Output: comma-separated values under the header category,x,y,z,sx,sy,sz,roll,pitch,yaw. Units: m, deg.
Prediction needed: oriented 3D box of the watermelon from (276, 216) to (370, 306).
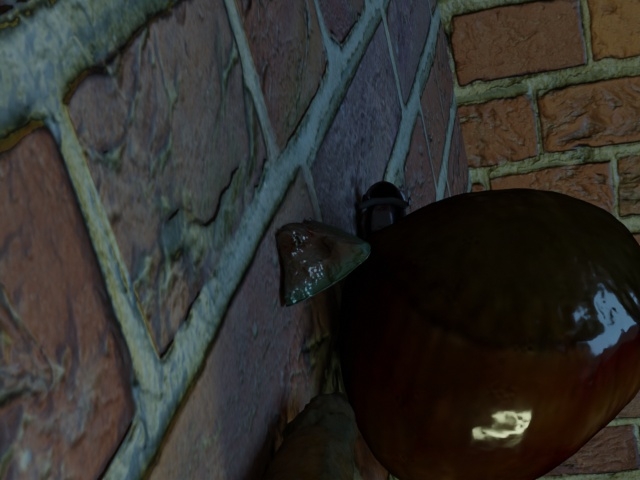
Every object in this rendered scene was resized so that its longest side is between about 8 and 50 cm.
category,x,y,z,sx,sy,sz,roll,pitch,yaw
watermelon,0.004,0.008,1.044,0.155,0.101,0.080,-53,122,-82

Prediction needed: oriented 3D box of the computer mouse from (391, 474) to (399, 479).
category,x,y,z,sx,sy,sz,roll,pitch,yaw
computer mouse,0.126,0.319,1.355,0.089,0.056,0.182,-78,157,-44

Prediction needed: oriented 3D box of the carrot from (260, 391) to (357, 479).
category,x,y,z,sx,sy,sz,roll,pitch,yaw
carrot,-0.003,0.212,0.876,0.263,0.102,0.102,-65,144,-65

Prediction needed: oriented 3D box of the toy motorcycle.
category,x,y,z,sx,sy,sz,roll,pitch,yaw
toy motorcycle,0.096,-0.008,1.358,0.213,0.082,0.122,-72,151,-61

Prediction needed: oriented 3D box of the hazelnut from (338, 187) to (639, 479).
category,x,y,z,sx,sy,sz,roll,pitch,yaw
hazelnut,0.220,0.135,1.175,0.421,0.353,0.421,-17,115,-41
